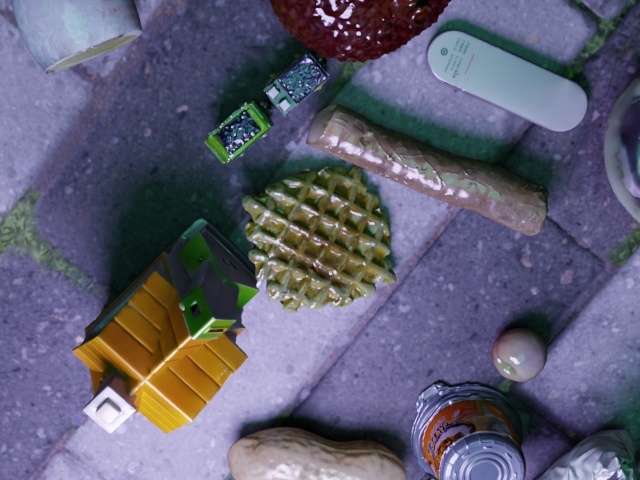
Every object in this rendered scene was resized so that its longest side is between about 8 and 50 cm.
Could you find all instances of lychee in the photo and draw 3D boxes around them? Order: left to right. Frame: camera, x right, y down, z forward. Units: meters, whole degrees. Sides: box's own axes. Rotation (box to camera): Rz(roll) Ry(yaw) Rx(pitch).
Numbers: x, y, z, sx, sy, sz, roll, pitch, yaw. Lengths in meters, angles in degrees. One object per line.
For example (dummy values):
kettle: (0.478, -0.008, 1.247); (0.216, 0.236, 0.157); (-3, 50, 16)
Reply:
lychee: (0.044, -0.350, 0.967); (0.260, 0.260, 0.261); (-1, 105, -3)

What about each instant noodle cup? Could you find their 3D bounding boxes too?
instant noodle cup: (0.233, 0.325, 1.207); (0.208, 0.125, 0.178); (32, 101, -10)

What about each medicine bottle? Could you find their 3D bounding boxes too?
medicine bottle: (-0.315, -0.303, 1.006); (0.147, 0.147, 0.143); (-22, 102, 3)

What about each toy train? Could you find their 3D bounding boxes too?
toy train: (-0.071, -0.182, 1.083); (0.202, 0.081, 0.060); (-40, 102, 7)

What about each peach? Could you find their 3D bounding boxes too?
peach: (0.299, 0.169, 1.196); (0.083, 0.083, 0.083); (-1, 105, -3)

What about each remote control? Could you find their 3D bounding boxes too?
remote control: (0.262, -0.224, 1.120); (0.244, 0.022, 0.077); (21, 100, -7)

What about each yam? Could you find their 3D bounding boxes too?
yam: (0.154, -0.102, 1.118); (0.356, 0.081, 0.081); (21, 103, -9)

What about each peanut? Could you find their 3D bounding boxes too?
peanut: (-0.007, 0.353, 1.217); (0.274, 0.111, 0.125); (12, 119, -3)

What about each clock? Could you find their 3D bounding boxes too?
clock: (-0.199, 0.129, 1.040); (0.235, 0.309, 0.166); (-43, 101, 9)

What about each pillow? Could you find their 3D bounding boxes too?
pillow: (0.362, 0.392, 1.158); (0.138, 0.310, 0.283); (39, 95, 19)

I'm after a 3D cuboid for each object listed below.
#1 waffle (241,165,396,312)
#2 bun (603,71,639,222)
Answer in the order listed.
waffle: (0.000, 0.000, 1.136); (0.214, 0.054, 0.208); (-19, 104, -14)
bun: (0.529, -0.131, 1.088); (0.283, 0.179, 0.283); (2, 98, 17)
